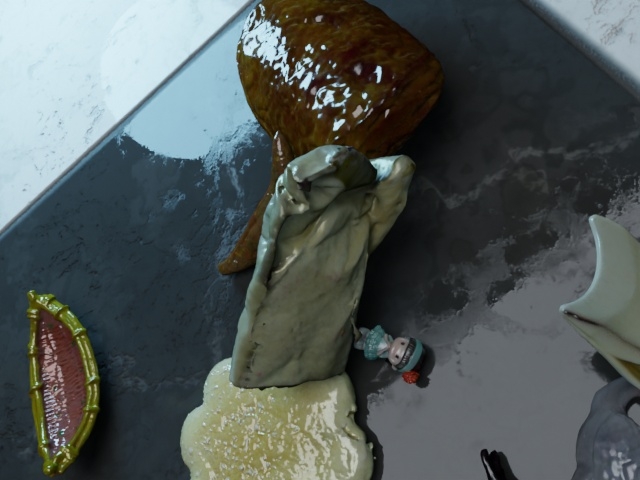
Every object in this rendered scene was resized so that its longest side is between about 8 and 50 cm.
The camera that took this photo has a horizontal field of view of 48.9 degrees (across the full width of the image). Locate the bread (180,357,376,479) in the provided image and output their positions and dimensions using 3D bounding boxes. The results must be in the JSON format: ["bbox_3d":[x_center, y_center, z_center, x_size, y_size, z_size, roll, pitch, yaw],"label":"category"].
[{"bbox_3d":[-0.073,0.289,0.992,0.316,0.054,0.316,-8,71,24],"label":"bread"}]

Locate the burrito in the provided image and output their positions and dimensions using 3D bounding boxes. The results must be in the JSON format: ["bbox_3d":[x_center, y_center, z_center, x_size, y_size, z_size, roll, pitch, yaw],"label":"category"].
[{"bbox_3d":[-0.012,0.023,0.906,0.135,0.190,0.332,46,125,51],"label":"burrito"}]

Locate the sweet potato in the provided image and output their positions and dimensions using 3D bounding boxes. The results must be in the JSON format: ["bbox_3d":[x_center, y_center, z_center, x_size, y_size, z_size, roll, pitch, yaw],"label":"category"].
[{"bbox_3d":[-0.082,-0.038,1.070,0.078,0.058,0.255,35,119,16],"label":"sweet potato"}]

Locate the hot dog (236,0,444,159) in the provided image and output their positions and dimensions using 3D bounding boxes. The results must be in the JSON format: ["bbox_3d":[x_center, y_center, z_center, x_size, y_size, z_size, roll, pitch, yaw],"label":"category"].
[{"bbox_3d":[0.020,-0.241,1.067,0.267,0.174,0.387,-43,51,4],"label":"hot dog"}]

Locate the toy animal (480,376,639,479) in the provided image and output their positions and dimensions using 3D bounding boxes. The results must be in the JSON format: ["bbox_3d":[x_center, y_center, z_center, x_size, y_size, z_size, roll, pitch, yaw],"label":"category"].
[{"bbox_3d":[0.328,0.235,0.796,0.324,0.090,0.195,-47,51,2],"label":"toy animal"}]

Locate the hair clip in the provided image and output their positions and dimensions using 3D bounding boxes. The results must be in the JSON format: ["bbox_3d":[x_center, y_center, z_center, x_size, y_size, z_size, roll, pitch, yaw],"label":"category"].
[{"bbox_3d":[0.410,0.097,0.770,0.282,0.113,0.172,17,48,19],"label":"hair clip"}]

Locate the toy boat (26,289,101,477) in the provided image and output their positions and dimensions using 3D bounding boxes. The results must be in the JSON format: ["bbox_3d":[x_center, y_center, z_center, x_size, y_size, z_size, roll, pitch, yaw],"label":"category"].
[{"bbox_3d":[-0.427,0.230,1.156,0.141,0.099,0.318,-25,61,12],"label":"toy boat"}]

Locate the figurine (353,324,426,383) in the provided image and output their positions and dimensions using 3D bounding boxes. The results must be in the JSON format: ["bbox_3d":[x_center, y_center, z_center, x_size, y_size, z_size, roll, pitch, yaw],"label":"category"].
[{"bbox_3d":[0.094,0.153,0.962,0.106,0.047,0.060,17,70,32],"label":"figurine"}]
